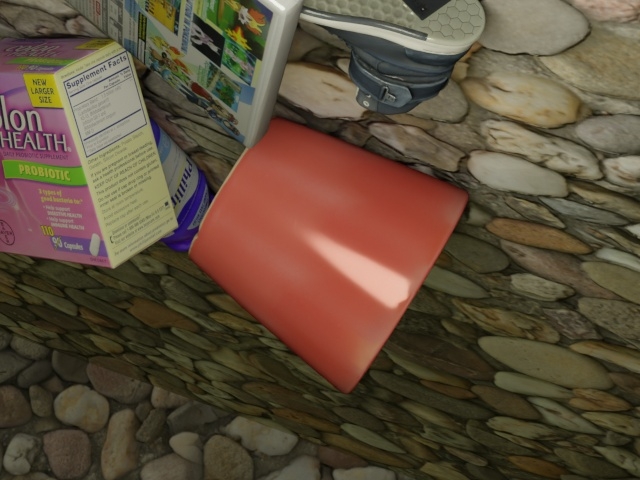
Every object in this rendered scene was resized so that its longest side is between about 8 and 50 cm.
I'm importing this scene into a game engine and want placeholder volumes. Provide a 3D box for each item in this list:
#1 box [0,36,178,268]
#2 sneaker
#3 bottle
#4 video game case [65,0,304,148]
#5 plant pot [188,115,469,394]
[{"bbox_3d":[-0.308,-0.107,1.720,0.213,0.117,0.243,7,120,39],"label":"box"},{"bbox_3d":[0.022,-0.194,1.336,0.226,0.086,0.163,21,159,-3],"label":"sneaker"},{"bbox_3d":[-0.205,-0.059,1.926,0.092,0.118,0.283,10,158,30],"label":"bottle"},{"bbox_3d":[-0.155,-0.241,1.349,0.300,0.036,0.329,39,162,4],"label":"video game case"},{"bbox_3d":[0.000,0.000,1.676,0.243,0.275,0.275,31,162,2],"label":"plant pot"}]
